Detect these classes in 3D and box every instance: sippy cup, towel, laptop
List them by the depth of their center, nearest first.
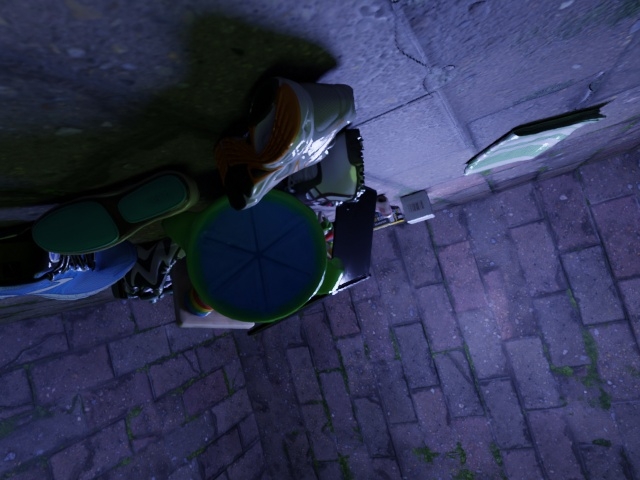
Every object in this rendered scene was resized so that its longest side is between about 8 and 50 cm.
[{"bbox_3d":[-0.120,0.008,0.779,0.240,0.305,0.224,-33,-166,-2],"label":"sippy cup"},{"bbox_3d":[0.564,-0.261,1.136,0.248,0.038,0.325,-15,175,-5],"label":"towel"},{"bbox_3d":[-0.002,0.045,1.166,0.408,0.236,0.382,-30,170,19],"label":"laptop"}]

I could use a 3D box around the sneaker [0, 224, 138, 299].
[{"bbox_3d":[-0.468,0.042,0.716,0.147,0.129,0.330,-16,176,34],"label":"sneaker"}]

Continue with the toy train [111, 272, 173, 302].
[{"bbox_3d":[-0.574,0.131,1.474,0.191,0.142,0.334,-3,-175,31],"label":"toy train"}]

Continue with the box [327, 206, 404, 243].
[{"bbox_3d":[0.193,-0.067,1.869,0.322,0.079,0.257,-18,-179,24],"label":"box"}]

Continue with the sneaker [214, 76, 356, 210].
[{"bbox_3d":[-0.047,-0.112,0.524,0.121,0.099,0.262,-18,179,-33],"label":"sneaker"}]

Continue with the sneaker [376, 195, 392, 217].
[{"bbox_3d":[0.215,-0.135,1.464,0.051,0.070,0.134,-24,-155,-2],"label":"sneaker"}]

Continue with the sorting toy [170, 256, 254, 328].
[{"bbox_3d":[-0.311,0.130,1.250,0.089,0.255,0.257,-35,149,32],"label":"sorting toy"}]

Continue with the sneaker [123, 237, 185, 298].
[{"bbox_3d":[-0.422,0.076,1.120,0.235,0.152,0.094,-14,176,-27],"label":"sneaker"}]

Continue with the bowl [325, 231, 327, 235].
[{"bbox_3d":[-0.037,-0.019,1.751,0.170,0.080,0.170,-17,176,-1],"label":"bowl"}]

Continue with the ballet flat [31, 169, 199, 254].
[{"bbox_3d":[-0.300,-0.043,0.624,0.249,0.086,0.086,-17,175,1],"label":"ballet flat"}]

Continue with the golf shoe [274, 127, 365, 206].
[{"bbox_3d":[-0.003,-0.106,0.697,0.120,0.105,0.273,-5,173,-15],"label":"golf shoe"}]

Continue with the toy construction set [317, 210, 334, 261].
[{"bbox_3d":[0.000,0.000,1.470,0.237,0.257,0.309,-35,-174,36],"label":"toy construction set"}]

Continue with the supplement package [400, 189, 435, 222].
[{"bbox_3d":[0.398,-0.134,1.677,0.105,0.105,0.179,-18,174,17],"label":"supplement package"}]
